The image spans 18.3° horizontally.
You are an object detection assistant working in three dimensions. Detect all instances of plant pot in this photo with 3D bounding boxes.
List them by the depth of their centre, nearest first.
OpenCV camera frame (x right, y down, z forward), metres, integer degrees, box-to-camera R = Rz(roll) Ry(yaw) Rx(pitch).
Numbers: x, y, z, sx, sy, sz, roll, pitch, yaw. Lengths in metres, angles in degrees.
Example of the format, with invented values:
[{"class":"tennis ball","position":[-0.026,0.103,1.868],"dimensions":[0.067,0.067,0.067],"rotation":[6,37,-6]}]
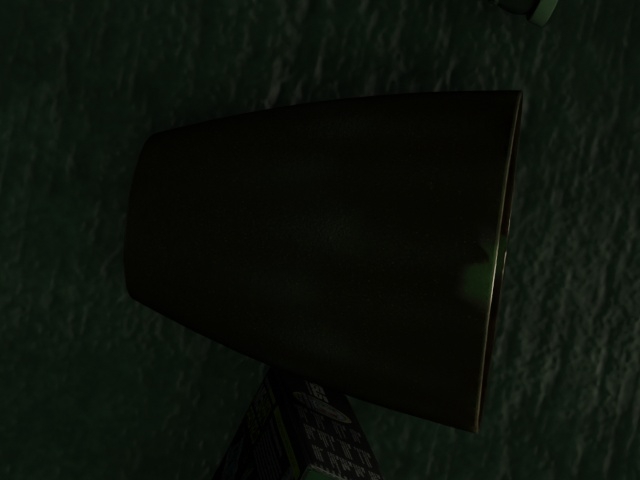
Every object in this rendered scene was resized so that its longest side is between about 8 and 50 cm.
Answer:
[{"class":"plant pot","position":[0.000,0.000,1.252],"dimensions":[0.230,0.215,0.215],"rotation":[7,99,7]}]

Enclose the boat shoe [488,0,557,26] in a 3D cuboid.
[{"class":"boat shoe","position":[0.134,-0.290,1.256],"dimensions":[0.091,0.109,0.305],"rotation":[9,92,-8]}]

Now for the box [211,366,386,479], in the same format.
[{"class":"box","position":[-0.042,0.208,1.232],"dimensions":[0.060,0.270,0.216],"rotation":[27,95,-9]}]
